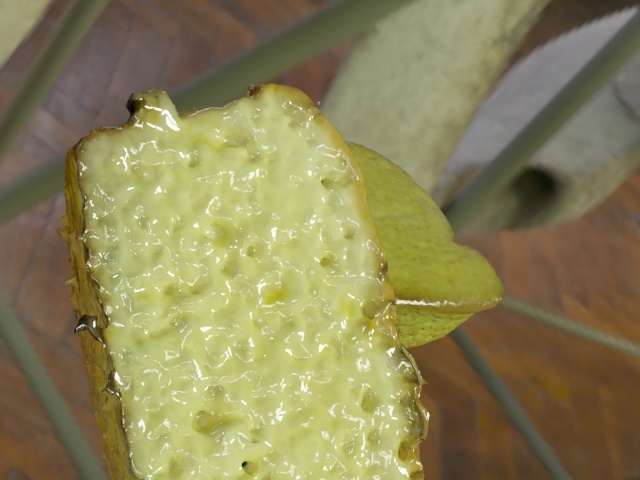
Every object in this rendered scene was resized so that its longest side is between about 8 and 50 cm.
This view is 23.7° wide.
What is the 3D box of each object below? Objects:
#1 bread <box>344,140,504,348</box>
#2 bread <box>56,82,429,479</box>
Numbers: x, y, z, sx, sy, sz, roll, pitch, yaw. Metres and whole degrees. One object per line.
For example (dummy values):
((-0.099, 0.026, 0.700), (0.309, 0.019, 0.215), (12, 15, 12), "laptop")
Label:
((0.000, 0.000, 0.831), (0.187, 0.065, 0.149), (6, 40, -33), "bread")
((-0.044, 0.052, 0.675), (0.143, 0.139, 0.229), (-8, 86, -20), "bread")
